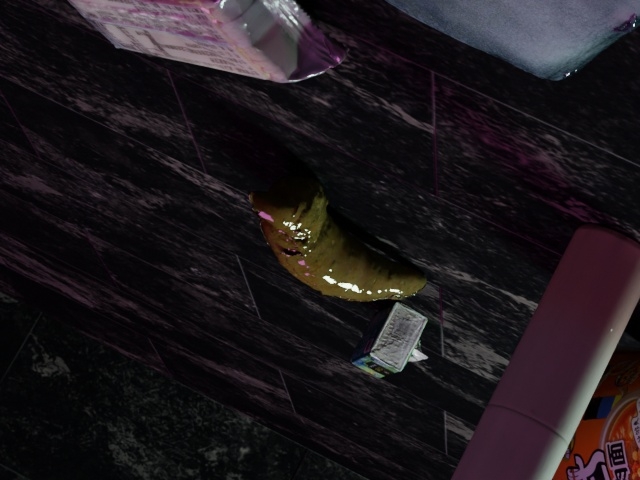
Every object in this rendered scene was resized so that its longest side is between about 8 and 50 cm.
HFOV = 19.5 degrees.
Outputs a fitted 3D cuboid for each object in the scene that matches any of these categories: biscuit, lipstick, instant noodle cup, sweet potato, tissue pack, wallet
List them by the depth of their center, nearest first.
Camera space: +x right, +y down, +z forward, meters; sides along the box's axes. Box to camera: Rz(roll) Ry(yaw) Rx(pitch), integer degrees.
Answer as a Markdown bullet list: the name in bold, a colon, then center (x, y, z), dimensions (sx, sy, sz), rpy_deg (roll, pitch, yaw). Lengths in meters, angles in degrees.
- **wallet**: center (0.158, -0.203, 1.291), dimensions (0.191, 0.046, 0.379), rpy_deg (29, 165, -7)
- **biscuit**: center (-0.137, -0.225, 1.715), dimensions (0.309, 0.079, 0.186), rpy_deg (16, 159, 43)
- **lipstick**: center (0.218, 0.144, 1.799), dimensions (0.087, 0.326, 0.087), rpy_deg (26, 166, 7)
- **instant noodle cup**: center (0.381, 0.224, 1.977), dimensions (0.250, 0.250, 0.192), rpy_deg (34, 157, -17)
- **sweet potato**: center (-0.004, -0.001, 2.201), dimensions (0.124, 0.098, 0.310), rpy_deg (7, 158, 40)
- **tissue pack**: center (0.101, 0.140, 2.498), dimensions (0.079, 0.085, 0.111), rpy_deg (30, 165, -7)
